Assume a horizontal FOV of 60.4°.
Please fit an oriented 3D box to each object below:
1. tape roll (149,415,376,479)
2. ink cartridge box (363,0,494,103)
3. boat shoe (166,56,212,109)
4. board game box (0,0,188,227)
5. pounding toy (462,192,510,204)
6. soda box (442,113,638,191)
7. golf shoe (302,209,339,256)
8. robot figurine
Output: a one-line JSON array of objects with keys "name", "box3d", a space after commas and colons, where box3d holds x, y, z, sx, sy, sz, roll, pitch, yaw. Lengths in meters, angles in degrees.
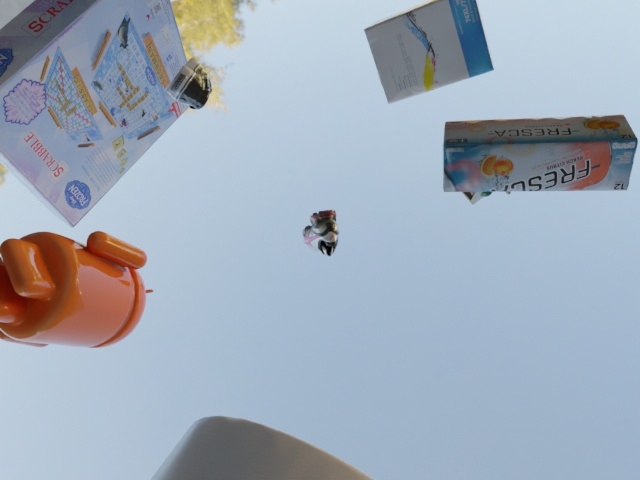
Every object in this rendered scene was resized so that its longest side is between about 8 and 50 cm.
[{"name": "tape roll", "box3d": [-0.012, 0.260, 0.404, 0.286, 0.286, 0.100, 12, -136, 29]}, {"name": "ink cartridge box", "box3d": [0.278, -0.496, 1.388, 0.269, 0.197, 0.198, -14, -158, 22]}, {"name": "boat shoe", "box3d": [-0.145, -0.174, 0.624, 0.049, 0.040, 0.142, -52, -161, 13]}, {"name": "board game box", "box3d": [-0.328, -0.211, 0.796, 0.065, 0.319, 0.318, 34, -110, 11]}, {"name": "pounding toy", "box3d": [0.382, -0.156, 1.305, 0.100, 0.130, 0.141, -37, -104, -4]}, {"name": "soda box", "box3d": [0.221, -0.090, 0.574, 0.183, 0.058, 0.063, 0, -144, 15]}, {"name": "golf shoe", "box3d": [0.000, 0.000, 1.215, 0.067, 0.186, 0.086, -8, -106, -9]}, {"name": "robot figurine", "box3d": [-0.300, 0.064, 0.669, 0.128, 0.219, 0.158, 13, -100, 21]}]
